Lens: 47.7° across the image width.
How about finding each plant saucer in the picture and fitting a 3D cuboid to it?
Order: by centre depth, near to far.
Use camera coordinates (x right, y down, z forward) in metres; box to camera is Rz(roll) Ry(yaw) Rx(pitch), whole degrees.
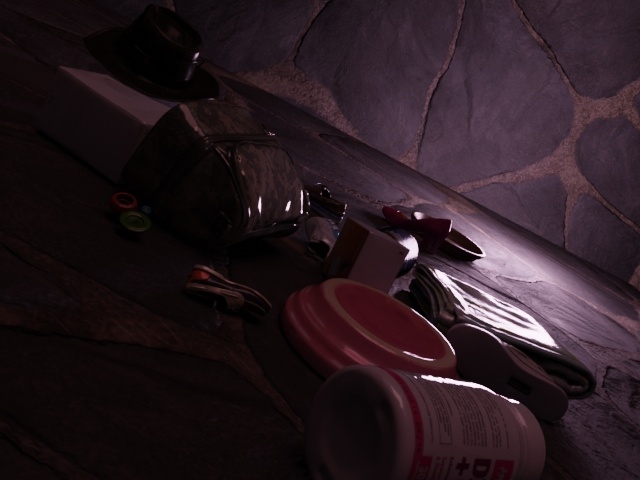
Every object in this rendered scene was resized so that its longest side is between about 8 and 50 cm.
[{"bbox_3d":[0.095,0.163,1.192,0.332,0.084,0.332,26,15,-8],"label":"plant saucer"},{"bbox_3d":[0.413,-0.009,2.378,0.277,0.041,0.278,26,15,-8],"label":"plant saucer"}]

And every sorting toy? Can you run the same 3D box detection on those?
[{"bbox_3d":[-0.313,-0.035,1.194,0.061,0.042,0.102,-4,45,-36],"label":"sorting toy"}]

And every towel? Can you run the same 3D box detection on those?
[{"bbox_3d":[0.381,0.189,1.578,0.374,0.090,0.320,26,14,-12],"label":"towel"}]

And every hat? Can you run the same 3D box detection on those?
[{"bbox_3d":[-0.356,-0.436,1.597,0.331,0.134,0.331,20,29,-12],"label":"hat"}]

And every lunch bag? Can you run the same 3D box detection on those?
[{"bbox_3d":[-0.173,-0.105,1.366,0.256,0.212,0.305,50,20,10],"label":"lunch bag"}]

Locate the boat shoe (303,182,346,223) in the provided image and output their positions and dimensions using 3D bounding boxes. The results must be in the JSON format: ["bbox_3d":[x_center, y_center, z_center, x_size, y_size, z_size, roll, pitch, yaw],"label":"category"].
[{"bbox_3d":[-0.004,-0.117,1.929,0.183,0.066,0.066,35,16,20],"label":"boat shoe"}]

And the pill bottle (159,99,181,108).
[{"bbox_3d":[-0.410,-0.382,1.846,0.176,0.176,0.318,25,16,-15],"label":"pill bottle"}]

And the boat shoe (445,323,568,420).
[{"bbox_3d":[0.351,0.241,1.381,0.267,0.096,0.088,30,11,-2],"label":"boat shoe"}]

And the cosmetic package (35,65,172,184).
[{"bbox_3d":[-0.392,-0.223,1.445,0.224,0.138,0.224,32,16,17],"label":"cosmetic package"}]

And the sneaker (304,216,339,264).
[{"bbox_3d":[0.000,0.000,1.572,0.082,0.071,0.191,11,23,-33],"label":"sneaker"}]

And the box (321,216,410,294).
[{"bbox_3d":[0.084,0.040,1.419,0.091,0.130,0.170,25,4,-16],"label":"box"}]

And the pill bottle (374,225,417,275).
[{"bbox_3d":[0.150,0.029,1.634,0.122,0.123,0.219,34,15,16],"label":"pill bottle"}]

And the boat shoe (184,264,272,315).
[{"bbox_3d":[-0.140,0.085,1.101,0.137,0.049,0.043,28,57,-13],"label":"boat shoe"}]

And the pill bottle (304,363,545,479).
[{"bbox_3d":[0.134,0.242,0.864,0.283,0.160,0.160,16,20,-39],"label":"pill bottle"}]

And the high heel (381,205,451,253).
[{"bbox_3d":[0.291,-0.069,2.202,0.082,0.117,0.244,13,22,-45],"label":"high heel"}]
